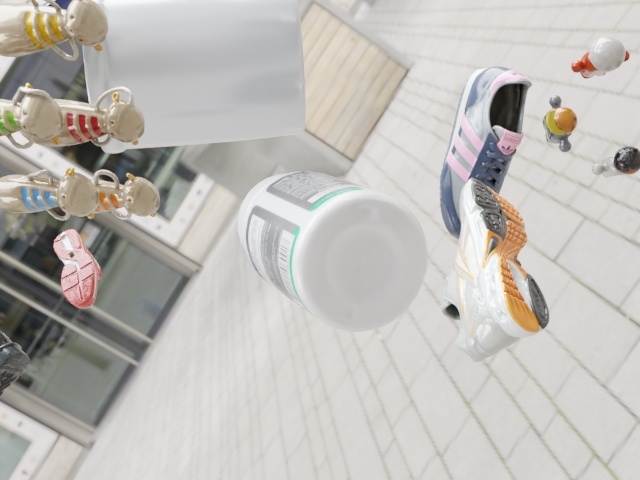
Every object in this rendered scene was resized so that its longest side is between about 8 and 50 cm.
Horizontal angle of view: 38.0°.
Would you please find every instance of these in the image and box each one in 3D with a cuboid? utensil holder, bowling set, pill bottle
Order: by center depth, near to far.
[{"bbox_3d":[-0.279,-0.086,0.954,0.154,0.287,0.200,2,43,25],"label":"bowling set"},{"bbox_3d":[0.000,0.000,1.440,0.204,0.204,0.361,-58,23,-1],"label":"pill bottle"},{"bbox_3d":[-0.233,-0.344,1.774,0.327,0.385,0.328,175,90,-86],"label":"utensil holder"}]

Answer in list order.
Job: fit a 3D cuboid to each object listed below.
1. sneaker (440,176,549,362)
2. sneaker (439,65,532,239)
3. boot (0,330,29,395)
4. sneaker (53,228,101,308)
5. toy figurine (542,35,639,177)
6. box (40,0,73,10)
[{"bbox_3d":[0.190,0.032,1.150,0.121,0.099,0.262,-43,30,32],"label":"sneaker"},{"bbox_3d":[0.296,-0.151,1.649,0.131,0.112,0.319,-162,78,-64],"label":"sneaker"},{"bbox_3d":[-0.546,0.171,1.259,0.246,0.207,0.094,-45,-21,-13],"label":"boot"},{"bbox_3d":[-0.515,0.083,2.067,0.087,0.128,0.221,-27,51,5],"label":"sneaker"},{"bbox_3d":[0.505,-0.222,1.604,0.210,0.213,0.148,-54,-4,1],"label":"toy figurine"},{"bbox_3d":[-0.459,-0.359,1.510,0.225,0.037,0.136,-11,29,44],"label":"box"}]
